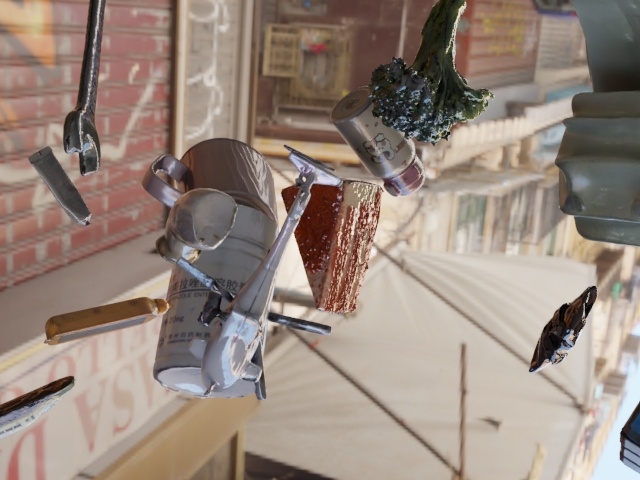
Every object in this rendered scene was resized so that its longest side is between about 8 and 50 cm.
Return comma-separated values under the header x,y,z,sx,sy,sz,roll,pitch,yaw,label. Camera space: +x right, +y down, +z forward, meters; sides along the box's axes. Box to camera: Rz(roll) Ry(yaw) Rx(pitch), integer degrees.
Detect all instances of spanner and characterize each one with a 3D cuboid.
x,y,z,sx,sy,sz,roll,pitch,yaw,label
-0.183,-0.155,0.718,0.015,0.054,0.254,-8,-127,3,spanner

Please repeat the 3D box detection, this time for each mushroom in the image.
x,y,z,sx,sy,sz,roll,pitch,yaw,label
-0.192,-0.018,1.329,0.081,0.092,0.223,-30,-178,-28,mushroom

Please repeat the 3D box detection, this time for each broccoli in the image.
x,y,z,sx,sy,sz,roll,pitch,yaw,label
0.219,-0.301,1.580,0.198,0.274,0.177,34,176,31,broccoli

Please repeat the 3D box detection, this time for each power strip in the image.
x,y,z,sx,sy,sz,roll,pitch,yaw,label
-0.279,0.103,1.181,0.178,0.028,0.049,-11,162,-30,power strip

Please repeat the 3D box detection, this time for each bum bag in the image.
x,y,z,sx,sy,sz,roll,pitch,yaw,label
0.239,0.092,0.889,0.034,0.124,0.058,32,-127,15,bum bag

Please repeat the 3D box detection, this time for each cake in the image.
x,y,z,sx,sy,sz,roll,pitch,yaw,label
0.000,0.000,1.737,0.160,0.262,0.158,16,-175,32,cake

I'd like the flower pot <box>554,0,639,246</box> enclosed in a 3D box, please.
x,y,z,sx,sy,sz,roll,pitch,yaw,label
0.359,-0.184,0.954,0.165,0.367,0.254,6,-165,41,flower pot

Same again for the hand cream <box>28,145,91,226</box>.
x,y,z,sx,sy,sz,roll,pitch,yaw,label
-0.483,-0.097,1.677,0.037,0.165,0.057,-20,-163,41,hand cream

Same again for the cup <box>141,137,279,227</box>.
x,y,z,sx,sy,sz,roll,pitch,yaw,label
-0.214,-0.096,1.877,0.208,0.288,0.273,-30,-151,9,cup

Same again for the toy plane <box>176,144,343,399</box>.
x,y,z,sx,sy,sz,roll,pitch,yaw,label
-0.055,0.053,0.937,0.182,0.273,0.107,42,-156,-9,toy plane

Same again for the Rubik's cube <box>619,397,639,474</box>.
x,y,z,sx,sy,sz,roll,pitch,yaw,label
0.495,0.246,1.149,0.161,0.162,0.163,31,167,29,Rubik's cube

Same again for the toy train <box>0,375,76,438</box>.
x,y,z,sx,sy,sz,roll,pitch,yaw,label
-0.565,0.325,1.707,0.234,0.051,0.052,-24,-153,2,toy train

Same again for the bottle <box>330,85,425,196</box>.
x,y,z,sx,sy,sz,roll,pitch,yaw,label
0.124,-0.188,1.779,0.110,0.233,0.110,-28,-149,19,bottle

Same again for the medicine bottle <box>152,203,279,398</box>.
x,y,z,sx,sy,sz,roll,pitch,yaw,label
-0.185,0.106,1.635,0.190,0.332,0.190,5,154,2,medicine bottle
